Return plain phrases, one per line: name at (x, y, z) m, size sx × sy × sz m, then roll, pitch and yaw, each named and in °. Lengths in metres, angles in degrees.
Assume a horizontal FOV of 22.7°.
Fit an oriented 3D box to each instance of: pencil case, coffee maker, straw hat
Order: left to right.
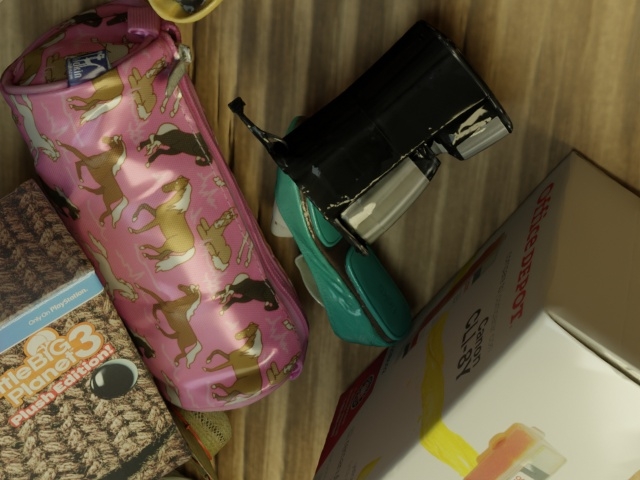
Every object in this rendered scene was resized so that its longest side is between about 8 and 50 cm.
pencil case at (-0.144, -0.024, 1.470) m, size 0.167 × 0.160 × 0.386 m, roll 15°, pitch 135°, yaw 52°
straw hat at (-0.126, 0.192, 1.656) m, size 0.061 × 0.144 × 0.144 m, roll -41°, pitch 110°, yaw -11°
coffee maker at (0.051, -0.101, 1.352) m, size 0.178 × 0.120 × 0.171 m, roll -42°, pitch 132°, yaw 4°

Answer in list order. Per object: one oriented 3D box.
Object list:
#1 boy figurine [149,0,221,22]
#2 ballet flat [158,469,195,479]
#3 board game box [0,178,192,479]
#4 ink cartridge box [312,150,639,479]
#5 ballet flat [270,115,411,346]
boy figurine at (-0.081, -0.307, 1.309) m, size 0.177 × 0.092 × 0.285 m, roll 27°, pitch 121°, yaw -6°
ballet flat at (-0.244, 0.276, 1.683) m, size 0.400 × 0.139 × 0.139 m, roll 8°, pitch 129°, yaw -24°
board game box at (-0.282, 0.134, 1.445) m, size 0.232 × 0.141 × 0.291 m, roll -32°, pitch 138°, yaw -10°
ink cartridge box at (0.158, 0.146, 1.426) m, size 0.160 × 0.279 × 0.384 m, roll 35°, pitch 123°, yaw -8°
ballet flat at (0.000, 0.000, 1.495) m, size 0.087 × 0.083 × 0.247 m, roll -9°, pitch 119°, yaw 36°
